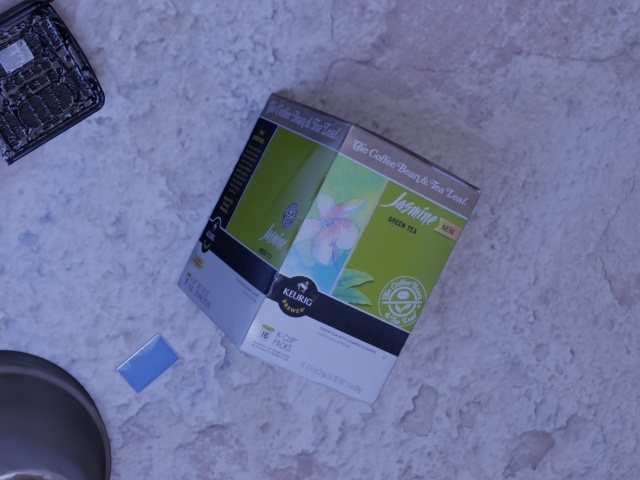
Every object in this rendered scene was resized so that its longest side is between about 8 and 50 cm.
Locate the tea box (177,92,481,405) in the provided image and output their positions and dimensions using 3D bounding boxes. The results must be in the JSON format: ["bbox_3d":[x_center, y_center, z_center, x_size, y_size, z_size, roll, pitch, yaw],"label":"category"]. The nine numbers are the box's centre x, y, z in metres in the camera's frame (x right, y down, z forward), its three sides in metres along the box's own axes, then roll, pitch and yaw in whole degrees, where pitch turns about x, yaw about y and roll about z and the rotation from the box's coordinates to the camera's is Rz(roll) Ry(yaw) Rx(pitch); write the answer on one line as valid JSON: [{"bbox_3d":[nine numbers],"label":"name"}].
[{"bbox_3d":[0.000,0.000,1.888,0.220,0.329,0.324,25,94,-24],"label":"tea box"}]

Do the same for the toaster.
[{"bbox_3d":[-0.386,-0.218,1.808,0.185,0.110,0.168,-34,113,-10],"label":"toaster"}]

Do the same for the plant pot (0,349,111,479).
[{"bbox_3d":[-0.418,0.343,1.842,0.323,0.280,0.323,-5,106,-19],"label":"plant pot"}]

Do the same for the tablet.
[{"bbox_3d":[-0.251,0.180,2.013,0.083,0.006,0.054,-40,113,-7],"label":"tablet"}]
